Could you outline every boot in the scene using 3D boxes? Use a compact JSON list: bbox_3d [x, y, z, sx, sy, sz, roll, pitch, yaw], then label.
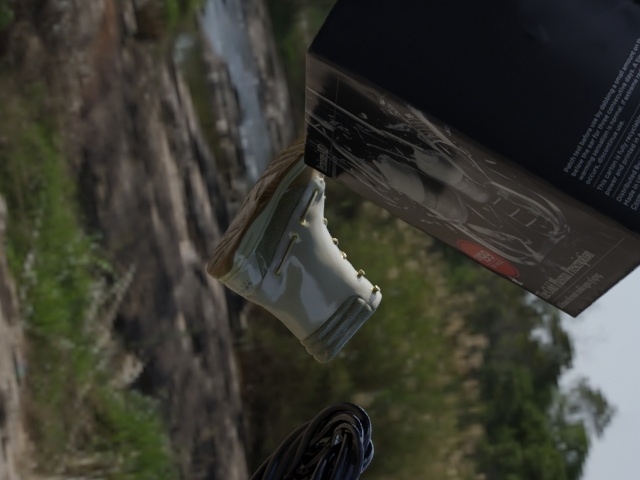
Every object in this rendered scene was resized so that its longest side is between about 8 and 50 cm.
[{"bbox_3d":[0.000,0.000,1.440,0.165,0.077,0.213,41,60,-16],"label":"boot"}]

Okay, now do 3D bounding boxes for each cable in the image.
[{"bbox_3d":[-0.034,0.182,1.007,0.047,0.184,0.150,52,42,0],"label":"cable"}]

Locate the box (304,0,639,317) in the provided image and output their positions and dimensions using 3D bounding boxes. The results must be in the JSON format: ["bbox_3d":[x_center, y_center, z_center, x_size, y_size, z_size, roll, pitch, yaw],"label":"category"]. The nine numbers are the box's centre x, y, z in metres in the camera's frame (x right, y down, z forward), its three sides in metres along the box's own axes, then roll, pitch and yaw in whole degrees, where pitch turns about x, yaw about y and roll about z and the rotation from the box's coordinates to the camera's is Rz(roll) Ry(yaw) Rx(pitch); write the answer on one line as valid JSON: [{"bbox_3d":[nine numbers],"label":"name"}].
[{"bbox_3d":[0.160,-0.105,1.241,0.179,0.312,0.343,-58,174,-11],"label":"box"}]
